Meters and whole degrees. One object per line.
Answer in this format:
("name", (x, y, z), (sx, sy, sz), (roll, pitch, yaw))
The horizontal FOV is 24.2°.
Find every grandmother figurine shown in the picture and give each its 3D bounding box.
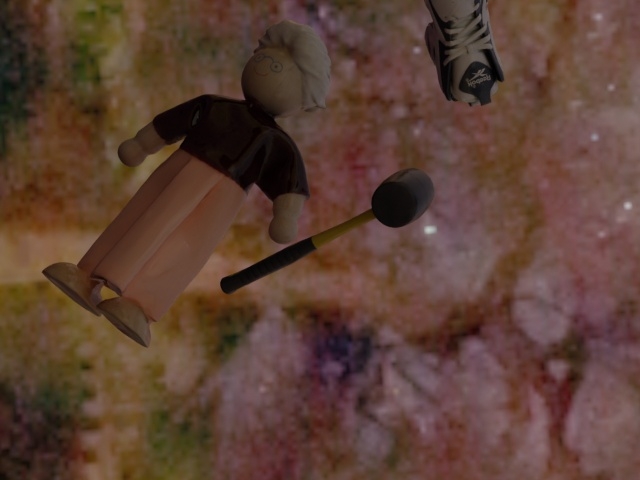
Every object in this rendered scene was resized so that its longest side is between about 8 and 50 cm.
("grandmother figurine", (-0.100, -0.064, 1.411), (0.342, 0.208, 0.104), (-55, 166, -13))

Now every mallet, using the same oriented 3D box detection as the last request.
("mallet", (0.000, 0.000, 1.154), (0.039, 0.190, 0.062), (62, 15, -3))

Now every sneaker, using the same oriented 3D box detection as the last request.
("sneaker", (0.194, -0.258, 1.949), (0.235, 0.094, 0.153), (99, -27, -65))
